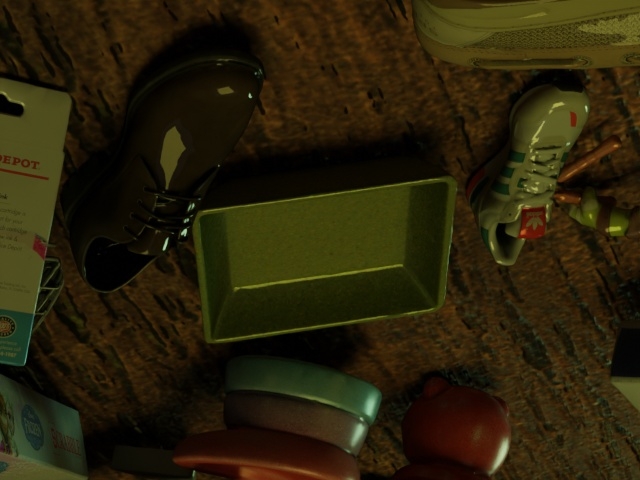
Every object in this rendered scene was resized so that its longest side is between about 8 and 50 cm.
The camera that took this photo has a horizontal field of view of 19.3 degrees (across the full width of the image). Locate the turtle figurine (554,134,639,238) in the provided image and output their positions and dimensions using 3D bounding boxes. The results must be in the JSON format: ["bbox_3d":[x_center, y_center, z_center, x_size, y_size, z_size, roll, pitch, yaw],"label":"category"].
[{"bbox_3d":[0.315,-0.004,1.398,0.269,0.087,0.217,-6,156,18],"label":"turtle figurine"}]

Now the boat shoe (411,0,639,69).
[{"bbox_3d":[0.224,-0.164,1.141,0.341,0.122,0.110,-1,153,3],"label":"boat shoe"}]

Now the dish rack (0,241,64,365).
[{"bbox_3d":[-0.324,0.029,1.311,0.271,0.074,0.208,8,145,-30],"label":"dish rack"}]

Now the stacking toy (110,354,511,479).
[{"bbox_3d":[-0.003,0.166,1.637,0.309,0.130,0.279,24,160,-39],"label":"stacking toy"}]

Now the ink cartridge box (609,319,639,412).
[{"bbox_3d":[0.452,0.162,1.556,0.324,0.071,0.330,-2,150,36],"label":"ink cartridge box"}]

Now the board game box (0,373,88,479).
[{"bbox_3d":[-0.364,0.176,1.435,0.318,0.066,0.319,-13,169,3],"label":"board game box"}]

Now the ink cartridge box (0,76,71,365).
[{"bbox_3d":[-0.233,-0.017,1.217,0.104,0.181,0.061,12,179,-32],"label":"ink cartridge box"}]

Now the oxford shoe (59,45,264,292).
[{"bbox_3d":[-0.098,-0.041,1.245,0.082,0.096,0.227,10,141,-27],"label":"oxford shoe"}]

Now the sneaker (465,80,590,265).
[{"bbox_3d":[0.154,-0.044,1.333,0.057,0.075,0.161,3,146,-21],"label":"sneaker"}]

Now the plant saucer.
[{"bbox_3d":[0.000,0.000,1.384,0.188,0.045,0.188,-8,148,-5],"label":"plant saucer"}]
